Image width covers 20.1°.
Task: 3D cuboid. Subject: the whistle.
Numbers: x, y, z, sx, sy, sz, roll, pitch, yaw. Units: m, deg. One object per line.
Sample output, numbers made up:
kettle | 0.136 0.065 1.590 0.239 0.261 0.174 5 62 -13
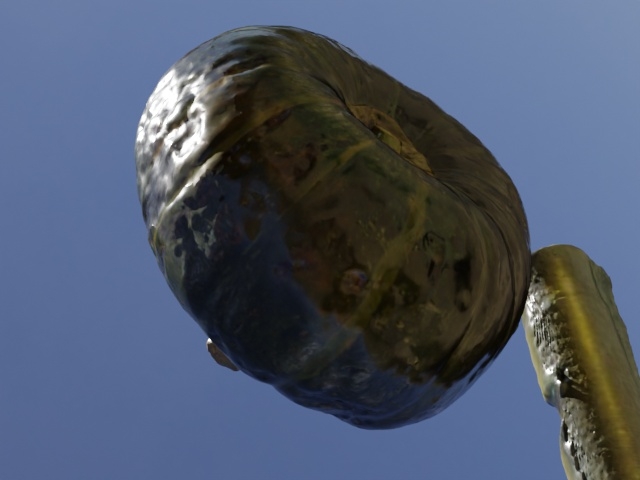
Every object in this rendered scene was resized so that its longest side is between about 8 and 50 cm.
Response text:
whistle | 0.184 0.142 1.112 0.057 0.068 0.326 54 -162 -49

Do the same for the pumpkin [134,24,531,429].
pumpkin | -0.001 0.003 1.063 0.260 0.189 0.260 32 -159 -14
